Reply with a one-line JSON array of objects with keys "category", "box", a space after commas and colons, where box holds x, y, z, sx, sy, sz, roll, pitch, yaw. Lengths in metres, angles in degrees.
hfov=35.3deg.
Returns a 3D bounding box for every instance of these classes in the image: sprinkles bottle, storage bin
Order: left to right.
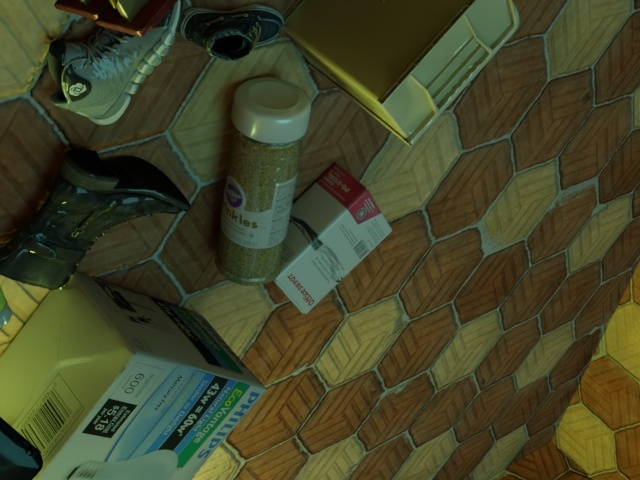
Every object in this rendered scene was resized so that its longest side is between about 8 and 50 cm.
[{"category": "sprinkles bottle", "box": [-0.099, -0.089, 1.654, 0.121, 0.121, 0.355, -21, 140, -33]}, {"category": "storage bin", "box": [0.117, -0.329, 1.512, 0.260, 0.262, 0.123, -48, 145, 2]}]

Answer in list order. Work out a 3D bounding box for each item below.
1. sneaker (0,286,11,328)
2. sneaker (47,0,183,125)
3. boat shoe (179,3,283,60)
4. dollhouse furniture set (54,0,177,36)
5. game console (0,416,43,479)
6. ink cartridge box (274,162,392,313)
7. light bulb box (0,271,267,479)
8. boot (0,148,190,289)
[{"category": "sneaker", "box": [-0.543, 0.101, 1.415, 0.209, 0.081, 0.094, -26, 133, -37]}, {"category": "sneaker", "box": [-0.279, -0.256, 1.311, 0.132, 0.086, 0.228, 11, 118, -50]}, {"category": "boat shoe", "box": [-0.111, -0.295, 1.455, 0.183, 0.083, 0.065, -13, 134, -41]}, {"category": "dollhouse furniture set", "box": [-0.191, -0.445, 1.188, 0.374, 0.152, 0.201, -54, 150, -20]}, {"category": "game console", "box": [-0.631, 0.302, 1.374, 0.342, 0.060, 0.386, -37, 121, 0]}, {"category": "ink cartridge box", "box": [0.000, 0.000, 1.879, 0.237, 0.100, 0.172, -44, 147, -5]}, {"category": "light bulb box", "box": [-0.349, 0.283, 1.679, 0.358, 0.225, 0.361, -52, 146, 8]}, {"category": "boot", "box": [-0.345, -0.019, 1.505, 0.263, 0.091, 0.229, 14, 120, -49]}]
